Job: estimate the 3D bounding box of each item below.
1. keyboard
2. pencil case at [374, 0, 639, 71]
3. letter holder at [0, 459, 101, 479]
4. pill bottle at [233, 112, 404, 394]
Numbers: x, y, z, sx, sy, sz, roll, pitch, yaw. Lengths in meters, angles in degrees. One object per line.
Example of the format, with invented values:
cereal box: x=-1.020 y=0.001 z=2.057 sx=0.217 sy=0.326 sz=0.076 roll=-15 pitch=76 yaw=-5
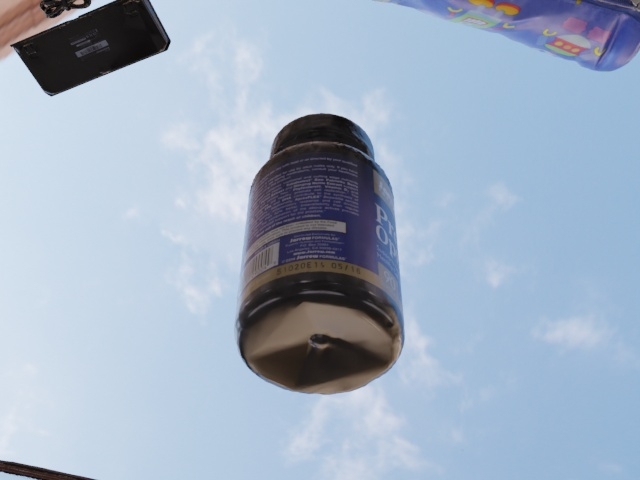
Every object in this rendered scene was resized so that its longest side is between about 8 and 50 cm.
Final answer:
keyboard: x=-0.280 y=-0.247 z=0.971 sx=0.180 sy=0.108 sz=0.023 roll=-18 pitch=-143 yaw=14
pencil case: x=0.191 y=-0.253 z=0.789 sx=0.306 sy=0.133 sz=0.120 roll=11 pitch=-83 yaw=-18
letter holder: x=-0.274 y=0.315 z=0.798 sx=0.214 sy=0.302 sz=0.152 roll=13 pitch=-114 yaw=1
pill bottle: x=0.000 y=0.000 z=0.644 sx=0.122 sy=0.123 sz=0.219 roll=-7 pitch=-136 yaw=8
